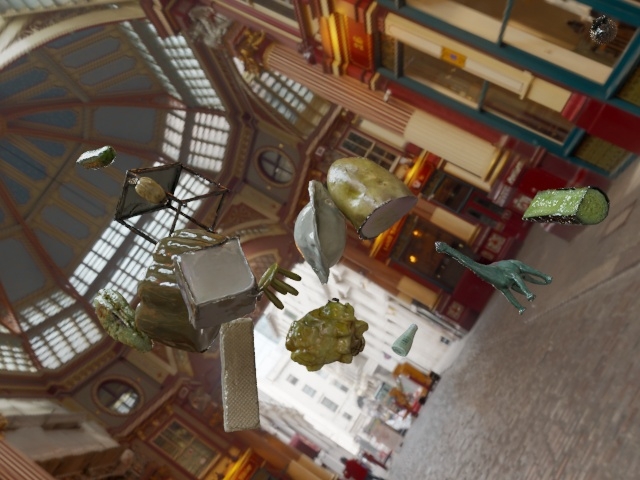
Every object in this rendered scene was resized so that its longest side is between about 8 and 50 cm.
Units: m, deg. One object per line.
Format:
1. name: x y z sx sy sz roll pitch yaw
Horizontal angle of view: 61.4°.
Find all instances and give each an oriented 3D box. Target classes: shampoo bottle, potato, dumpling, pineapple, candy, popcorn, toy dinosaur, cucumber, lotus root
1. shampoo bottle: 0.343 0.390 2.135 0.191 0.069 0.041 -37 -34 -55
2. potato: 0.131 -0.156 1.643 0.229 0.266 0.229 -29 -24 -14
3. dumpling: -0.001 0.003 1.731 0.260 0.181 0.341 -89 18 -54
4. pineapple: 0.609 -0.456 1.154 0.124 0.058 0.058 -19 -43 -63
5. candy: -0.252 0.104 1.326 0.185 0.195 0.137 -17 -35 -20
6. popcorn: 0.022 0.320 1.818 0.286 0.252 0.215 -30 -77 -45
7. toy dinosaur: 0.574 0.077 1.770 0.383 0.331 0.129 -16 -39 -54
8. cucumber: 0.501 -0.064 1.108 0.078 0.062 0.211 -61 5 -2
9. lotus root: -0.598 -0.178 1.875 0.072 0.152 0.063 -58 8 7
10. cucumber: -0.631 -0.229 1.516 0.056 0.250 0.056 -1 -89 -43

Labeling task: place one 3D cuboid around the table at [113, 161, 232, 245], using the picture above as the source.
1. table: -0.571 -0.138 2.118 0.222 0.272 0.335 -66 -13 22

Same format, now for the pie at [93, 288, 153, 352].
1. pie: -0.640 0.259 1.727 0.090 0.248 0.201 -39 -26 -37

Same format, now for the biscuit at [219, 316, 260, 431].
1. biscuit: -0.317 0.512 2.081 0.078 0.144 0.426 124 143 -66

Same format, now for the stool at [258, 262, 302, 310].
1. stool: -0.136 0.148 1.789 0.134 0.110 0.135 -57 16 -16

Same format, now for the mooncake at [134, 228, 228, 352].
1. mooncake: -0.409 0.149 1.661 0.378 0.201 0.378 12 -90 -85
